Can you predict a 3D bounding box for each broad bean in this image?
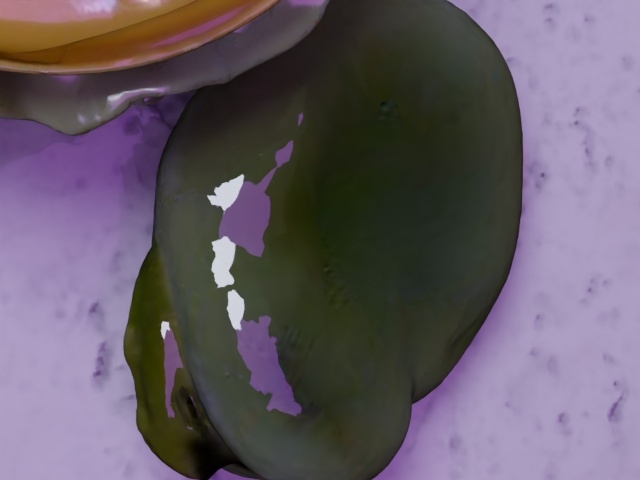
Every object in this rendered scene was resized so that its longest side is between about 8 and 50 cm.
[{"bbox_3d":[0.000,0.000,0.786,0.169,0.100,0.228,46,70,-23],"label":"broad bean"}]

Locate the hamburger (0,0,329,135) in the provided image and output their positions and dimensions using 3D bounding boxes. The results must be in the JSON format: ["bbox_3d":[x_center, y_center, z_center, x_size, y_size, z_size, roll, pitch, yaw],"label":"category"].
[{"bbox_3d":[-0.104,-0.176,0.699,0.274,0.212,0.274,-1,94,-15],"label":"hamburger"}]
